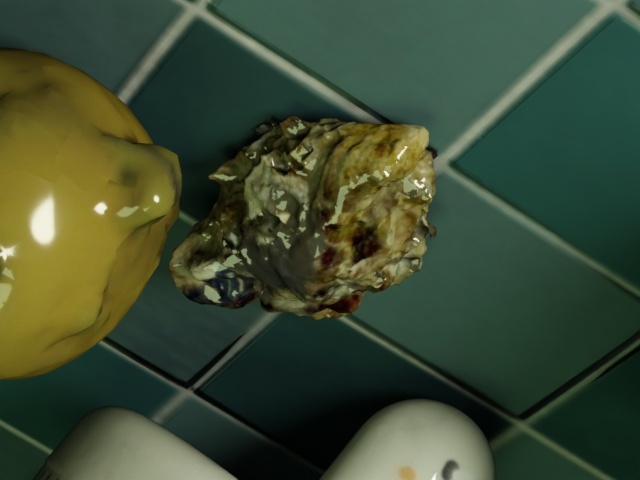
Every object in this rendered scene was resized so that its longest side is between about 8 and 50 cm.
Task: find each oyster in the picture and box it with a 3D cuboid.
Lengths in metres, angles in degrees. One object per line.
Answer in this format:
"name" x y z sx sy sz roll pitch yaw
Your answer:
"oyster" -0.001 -0.005 0.863 0.103 0.051 0.148 21 132 -10

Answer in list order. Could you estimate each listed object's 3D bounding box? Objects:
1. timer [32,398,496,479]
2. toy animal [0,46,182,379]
"timer" -0.036 0.167 1.004 0.233 0.240 0.233 37 169 9
"toy animal" -0.178 -0.002 0.869 0.281 0.195 0.169 -11 171 40
